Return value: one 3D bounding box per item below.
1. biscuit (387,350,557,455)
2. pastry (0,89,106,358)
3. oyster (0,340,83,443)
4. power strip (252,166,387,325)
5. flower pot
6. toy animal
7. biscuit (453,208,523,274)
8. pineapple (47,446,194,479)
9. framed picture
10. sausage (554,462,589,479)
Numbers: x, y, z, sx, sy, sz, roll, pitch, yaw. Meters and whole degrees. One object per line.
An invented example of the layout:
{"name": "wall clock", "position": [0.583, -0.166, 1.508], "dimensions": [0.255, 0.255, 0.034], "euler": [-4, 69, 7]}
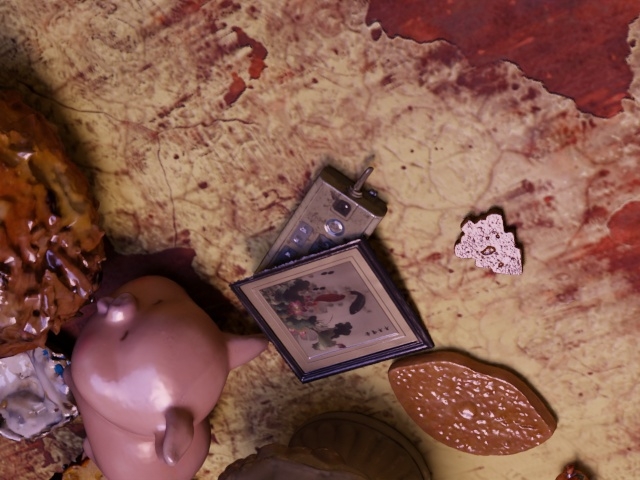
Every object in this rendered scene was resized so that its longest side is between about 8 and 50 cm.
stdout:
{"name": "biscuit", "position": [0.188, 0.208, 1.638], "dimensions": [0.221, 0.029, 0.141], "euler": [16, 125, 14]}
{"name": "pastry", "position": [-0.447, 0.005, 1.632], "dimensions": [0.337, 0.292, 0.405], "euler": [44, 112, -4]}
{"name": "oyster", "position": [-0.430, 0.184, 1.876], "dimensions": [0.214, 0.083, 0.222], "euler": [-14, 109, 28]}
{"name": "power strip", "position": [0.000, 0.000, 1.583], "dimensions": [0.092, 0.034, 0.268], "euler": [35, 129, 0]}
{"name": "flower pot", "position": [0.009, 0.372, 1.696], "dimensions": [0.308, 0.244, 0.307], "euler": [11, 123, 18]}
{"name": "toy animal", "position": [-0.225, 0.203, 1.720], "dimensions": [0.269, 0.237, 0.326], "euler": [7, 129, 32]}
{"name": "biscuit", "position": [0.201, 0.005, 1.506], "dimensions": [0.092, 0.016, 0.082], "euler": [38, 124, -4]}
{"name": "pineapple", "position": [-0.312, 0.476, 1.949], "dimensions": [0.263, 0.262, 0.271], "euler": [28, 141, 6]}
{"name": "framed picture", "position": [0.015, 0.092, 1.617], "dimensions": [0.195, 0.010, 0.199], "euler": [-18, 125, 24]}
{"name": "sausage", "position": [0.335, 0.429, 1.703], "dimensions": [0.053, 0.053, 0.347], "euler": [5, 123, 22]}
